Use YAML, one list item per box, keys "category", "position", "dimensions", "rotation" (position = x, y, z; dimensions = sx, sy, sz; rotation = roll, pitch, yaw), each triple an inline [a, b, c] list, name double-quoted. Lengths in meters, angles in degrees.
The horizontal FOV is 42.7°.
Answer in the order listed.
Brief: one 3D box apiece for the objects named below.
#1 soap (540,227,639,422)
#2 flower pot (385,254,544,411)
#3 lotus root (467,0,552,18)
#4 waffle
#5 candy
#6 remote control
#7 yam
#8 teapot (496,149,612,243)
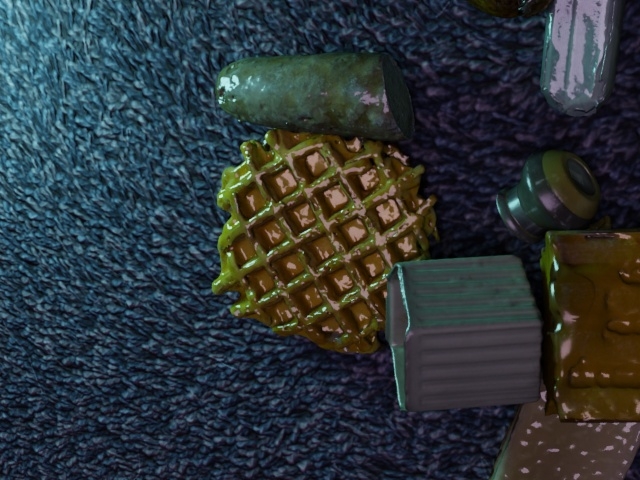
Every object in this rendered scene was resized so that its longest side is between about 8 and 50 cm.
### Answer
- category: "soap"
  position: [0.442, 0.113, 1.103]
  dimensions: [0.281, 0.143, 0.259]
  rotation: [-1, 81, 9]
- category: "flower pot"
  position: [0.199, 0.136, 1.182]
  dimensions: [0.189, 0.239, 0.209]
  rotation: [-2, 137, -1]
- category: "lotus root"
  position: [0.228, -0.383, 1.111]
  dimensions: [0.209, 0.120, 0.120]
  rotation: [45, 116, 6]
- category: "waffle"
  position: [0.000, 0.000, 1.333]
  dimensions: [0.382, 0.095, 0.380]
  rotation: [13, 108, 16]
- category: "candy"
  position: [0.367, 0.341, 1.257]
  dimensions: [0.179, 0.135, 0.321]
  rotation: [21, 113, 13]
- category: "remote control"
  position: [0.359, -0.295, 1.119]
  dimensions: [0.104, 0.052, 0.247]
  rotation: [8, 110, 24]
- category: "yam"
  position: [-0.014, -0.225, 1.251]
  dimensions: [0.330, 0.133, 0.133]
  rotation: [8, 108, 26]
- category: "teapot"
  position: [0.337, -0.051, 1.169]
  dimensions: [0.165, 0.130, 0.119]
  rotation: [33, 134, -21]
